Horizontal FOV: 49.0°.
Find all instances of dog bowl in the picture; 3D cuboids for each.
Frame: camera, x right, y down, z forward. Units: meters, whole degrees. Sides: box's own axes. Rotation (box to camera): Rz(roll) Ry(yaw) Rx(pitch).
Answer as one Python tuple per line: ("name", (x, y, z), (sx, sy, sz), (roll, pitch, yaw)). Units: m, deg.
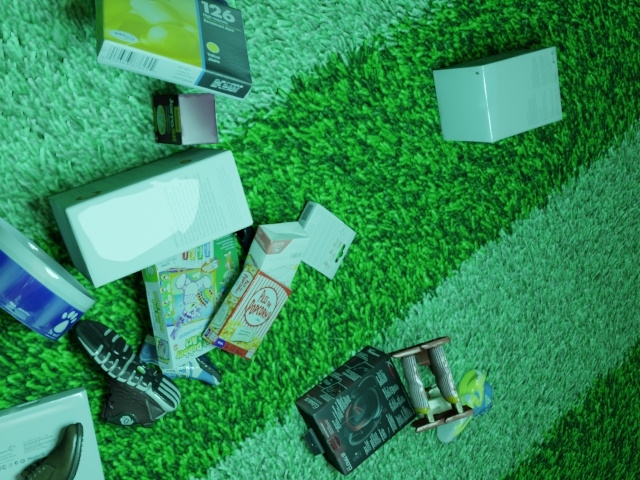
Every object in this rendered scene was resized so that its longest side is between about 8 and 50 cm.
("dog bowl", (-0.562, 0.067, 1.330), (0.104, 0.265, 0.265), (-49, 118, -11))

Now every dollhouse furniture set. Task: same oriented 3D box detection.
("dollhouse furniture set", (0.274, 0.373, 1.860), (0.152, 0.374, 0.201), (-17, 81, -2))

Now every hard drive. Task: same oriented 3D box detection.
("hard drive", (-0.592, 0.515, 1.515), (0.233, 0.047, 0.353), (-14, 104, -28))

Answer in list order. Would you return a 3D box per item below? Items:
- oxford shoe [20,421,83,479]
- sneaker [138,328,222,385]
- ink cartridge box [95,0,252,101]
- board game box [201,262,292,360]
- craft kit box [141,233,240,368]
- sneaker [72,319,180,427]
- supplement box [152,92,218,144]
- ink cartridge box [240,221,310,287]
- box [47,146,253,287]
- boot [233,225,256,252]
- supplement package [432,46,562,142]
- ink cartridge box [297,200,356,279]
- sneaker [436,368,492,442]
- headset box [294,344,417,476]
("oxford shoe", (-0.561, 0.479, 1.453), (0.096, 0.083, 0.227), (27, 83, -26))
("sneaker", (-0.323, 0.284, 1.621), (0.211, 0.080, 0.081), (34, 87, -20))
("ink cartridge box", (-0.296, -0.443, 1.411), (0.303, 0.072, 0.307), (8, 56, -31))
("board game box", (-0.163, 0.164, 1.595), (0.193, 0.045, 0.147), (-59, 144, -5))
("craft kit box", (-0.275, 0.126, 1.571), (0.250, 0.061, 0.246), (-24, 113, -51))
("sneaker", (-0.458, 0.313, 1.532), (0.281, 0.106, 0.162), (43, 108, -7))
("supplement box", (-0.287, -0.256, 1.479), (0.081, 0.188, 0.104), (-8, 102, -28))
("ink cartridge box", (-0.115, 0.054, 1.664), (0.115, 0.067, 0.198), (-6, 133, -39))
("box", (-0.353, -0.061, 1.458), (0.345, 0.215, 0.168), (-23, 109, -24))
("boot", (-0.177, -0.019, 1.631), (0.045, 0.099, 0.121), (-13, 103, 2))
("supplement package", (0.477, -0.393, 1.892), (0.263, 0.198, 0.199), (-20, 108, -26))
("ink cartridge box", (0.000, 0.000, 1.786), (0.179, 0.045, 0.145), (36, 79, -48))
("sneaker", (0.443, 0.509, 2.086), (0.126, 0.091, 0.240), (39, 78, -30))
("headset box", (0.086, 0.455, 1.858), (0.293, 0.110, 0.218), (-35, 113, -21))
